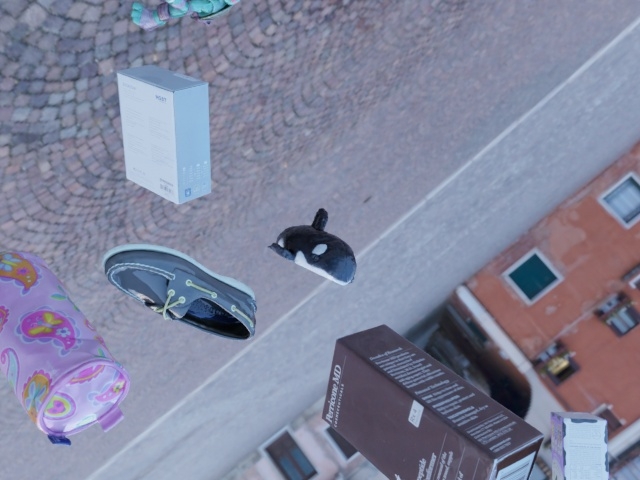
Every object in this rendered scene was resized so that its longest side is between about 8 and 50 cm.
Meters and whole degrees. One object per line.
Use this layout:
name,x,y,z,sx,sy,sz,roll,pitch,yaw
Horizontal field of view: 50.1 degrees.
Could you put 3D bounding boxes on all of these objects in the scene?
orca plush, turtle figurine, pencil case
orca plush,0.000,0.000,1.161,0.287,0.151,0.102,-166,-79,-83
turtle figurine,-0.214,-0.432,1.186,0.234,0.118,0.175,-2,-143,34
pencil case,-0.354,0.128,0.881,0.124,0.284,0.124,-29,138,-30

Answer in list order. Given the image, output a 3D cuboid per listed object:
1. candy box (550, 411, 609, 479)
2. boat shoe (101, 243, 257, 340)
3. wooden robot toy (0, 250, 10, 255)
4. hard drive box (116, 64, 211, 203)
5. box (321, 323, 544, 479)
candy box,0.428,0.389,1.135,0.070,0.196,0.165,-1,170,12
boat shoe,-0.178,0.072,0.900,0.228,0.068,0.081,24,126,-34
wooden robot toy,-0.562,0.041,1.202,0.076,0.173,0.079,-48,165,33
hard drive box,-0.311,-0.214,1.371,0.089,0.181,0.232,-27,131,-42
box,0.180,0.327,1.212,0.143,0.381,0.191,-9,118,-37
